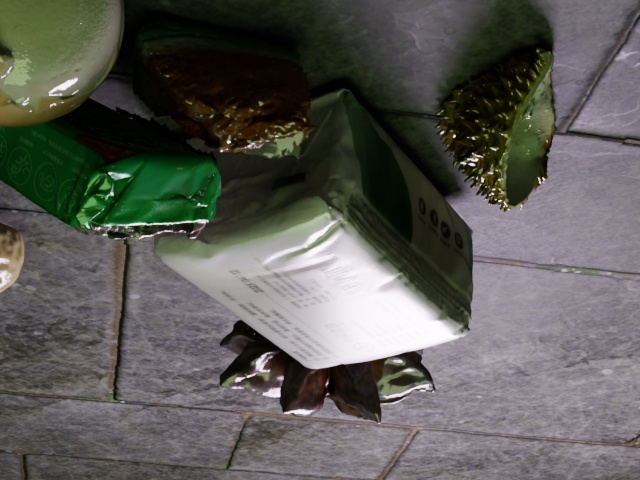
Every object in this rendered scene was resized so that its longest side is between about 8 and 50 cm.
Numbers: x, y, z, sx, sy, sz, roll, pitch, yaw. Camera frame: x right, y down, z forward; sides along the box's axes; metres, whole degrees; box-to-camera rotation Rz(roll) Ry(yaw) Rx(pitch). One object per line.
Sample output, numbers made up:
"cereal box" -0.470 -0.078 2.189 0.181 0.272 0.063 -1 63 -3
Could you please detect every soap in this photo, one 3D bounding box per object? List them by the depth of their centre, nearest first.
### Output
"soap" -0.258 -0.089 1.287 0.273 0.098 0.217 27 -159 36

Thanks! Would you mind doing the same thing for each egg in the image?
"egg" -0.288 -0.206 1.150 0.201 0.201 0.244 15 162 -24

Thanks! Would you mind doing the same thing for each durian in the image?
"durian" 0.213 -0.115 1.395 0.139 0.144 0.252 -24 142 1

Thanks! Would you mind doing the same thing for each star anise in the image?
"star anise" 0.007 0.164 1.777 0.331 0.332 0.118 1 110 1

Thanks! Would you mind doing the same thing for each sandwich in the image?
"sandwich" -0.106 -0.146 1.294 0.184 0.160 0.109 7 134 -19

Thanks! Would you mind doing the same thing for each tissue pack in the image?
"tissue pack" 0.000 -0.001 1.507 0.266 0.194 0.356 -14 146 27

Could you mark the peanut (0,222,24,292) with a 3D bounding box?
"peanut" -0.538 0.019 1.592 0.313 0.149 0.149 -6 157 -30
